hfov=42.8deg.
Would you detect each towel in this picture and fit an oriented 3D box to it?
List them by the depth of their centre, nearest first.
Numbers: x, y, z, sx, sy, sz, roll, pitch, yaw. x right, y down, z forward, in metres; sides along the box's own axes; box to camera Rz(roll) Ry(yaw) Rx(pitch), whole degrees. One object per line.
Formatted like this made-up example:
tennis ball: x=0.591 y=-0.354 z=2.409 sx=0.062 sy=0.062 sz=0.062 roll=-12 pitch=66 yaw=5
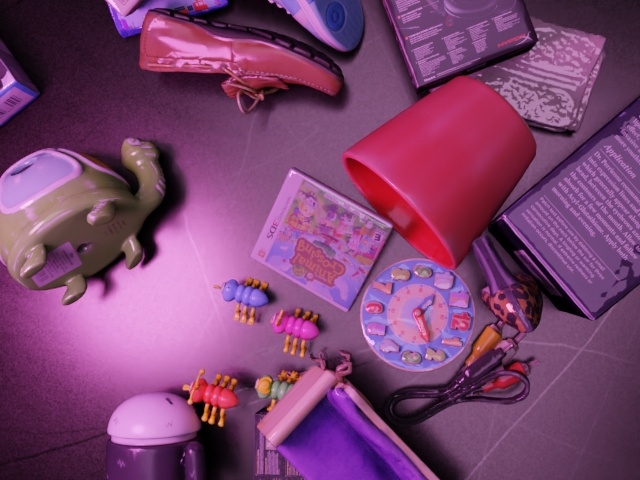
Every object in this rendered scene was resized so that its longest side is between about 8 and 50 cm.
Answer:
towel: x=0.356 y=-0.314 z=1.473 sx=0.282 sy=0.049 sz=0.187 roll=20 pitch=89 yaw=9

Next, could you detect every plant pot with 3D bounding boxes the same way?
plant pot: x=0.213 y=-0.128 z=1.389 sx=0.243 sy=0.275 sz=0.275 roll=-45 pitch=83 yaw=-6

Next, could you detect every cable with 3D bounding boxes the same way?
cable: x=0.258 y=0.266 z=1.459 sx=0.287 sy=0.072 sz=0.139 roll=-37 pitch=73 yaw=13

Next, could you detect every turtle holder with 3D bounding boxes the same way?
turtle holder: x=-0.443 y=-0.066 z=1.470 sx=0.320 sy=0.243 sz=0.227 roll=-44 pitch=66 yaw=12

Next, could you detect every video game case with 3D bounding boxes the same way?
video game case: x=0.000 y=0.000 z=1.482 sx=0.212 sy=0.023 sz=0.193 roll=29 pitch=113 yaw=7

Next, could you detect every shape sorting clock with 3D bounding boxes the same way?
shape sorting clock: x=0.173 y=0.132 z=1.464 sx=0.206 sy=0.040 sz=0.206 roll=-1 pitch=75 yaw=5

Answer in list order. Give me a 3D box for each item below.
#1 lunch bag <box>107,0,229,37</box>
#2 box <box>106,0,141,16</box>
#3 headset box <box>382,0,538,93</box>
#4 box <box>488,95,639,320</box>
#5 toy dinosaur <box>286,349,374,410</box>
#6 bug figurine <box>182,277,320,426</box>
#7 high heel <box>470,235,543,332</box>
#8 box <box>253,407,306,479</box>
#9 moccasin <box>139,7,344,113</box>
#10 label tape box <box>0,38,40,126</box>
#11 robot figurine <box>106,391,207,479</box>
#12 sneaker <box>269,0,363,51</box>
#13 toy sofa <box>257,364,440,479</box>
lunch bag: x=-0.309 y=-0.533 z=1.537 sx=0.220 sy=0.138 sz=0.293 roll=-14 pitch=95 yaw=4
box: x=-0.283 y=-0.552 z=1.417 sx=0.311 sy=0.121 sz=0.148 roll=-42 pitch=106 yaw=11
headset box: x=0.216 y=-0.431 z=1.404 sx=0.218 sy=0.110 sz=0.293 roll=-21 pitch=92 yaw=7
box: x=0.495 y=-0.079 z=1.320 sx=0.395 sy=0.293 sz=0.212 roll=-40 pitch=84 yaw=4
toy dinosaur: x=0.033 y=0.253 z=1.495 sx=0.183 sy=0.053 sz=0.093 roll=19 pitch=105 yaw=15
bug figurine: x=-0.116 y=0.195 z=1.454 sx=0.216 sy=0.072 sz=0.279 roll=12 pitch=69 yaw=6
high heel: x=0.331 y=0.127 z=1.333 sx=0.093 sy=0.261 sz=0.186 roll=-32 pitch=44 yaw=12
box: x=-0.043 y=0.399 z=1.475 sx=0.147 sy=0.077 sz=0.180 roll=-1 pitch=87 yaw=7
moccasin: x=-0.146 y=-0.315 z=1.489 sx=0.379 sy=0.139 sz=0.147 roll=11 pitch=107 yaw=-2
label tape box: x=-0.754 y=-0.350 z=1.583 sx=0.249 sy=0.115 sz=0.348 roll=-38 pitch=85 yaw=4
robot figurine: x=-0.293 y=0.412 z=1.462 sx=0.209 sy=0.173 sz=0.278 roll=-1 pitch=87 yaw=2
sneaker: x=-0.071 y=-0.464 z=1.482 sx=0.208 sy=0.319 sz=0.127 roll=6 pitch=58 yaw=46
toy sofa: x=0.077 y=0.386 z=1.349 sx=0.150 sy=0.177 sz=0.362 roll=-45 pitch=103 yaw=-11
